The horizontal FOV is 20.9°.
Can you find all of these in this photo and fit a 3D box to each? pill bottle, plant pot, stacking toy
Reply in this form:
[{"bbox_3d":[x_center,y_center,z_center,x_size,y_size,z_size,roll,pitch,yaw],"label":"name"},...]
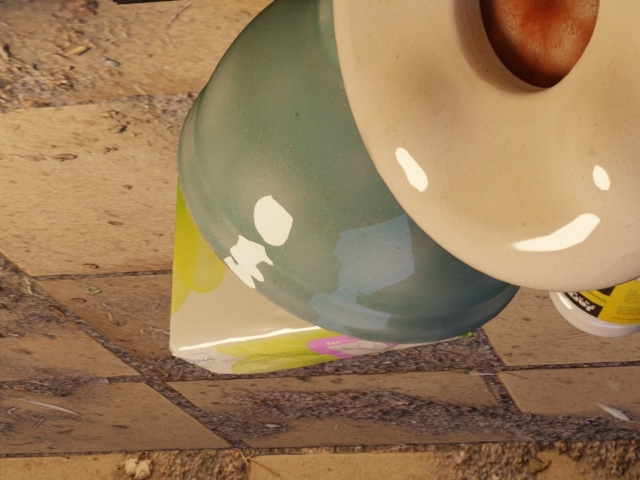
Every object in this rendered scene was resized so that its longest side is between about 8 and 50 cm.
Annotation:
[{"bbox_3d":[0.232,-0.007,1.288,0.119,0.119,0.208,2,158,-1],"label":"pill bottle"},{"bbox_3d":[0.061,-0.097,1.285,0.293,0.293,0.196,8,139,-18],"label":"plant pot"},{"bbox_3d":[0.279,-0.165,1.121,0.480,0.350,0.351,-8,170,-38],"label":"stacking toy"}]

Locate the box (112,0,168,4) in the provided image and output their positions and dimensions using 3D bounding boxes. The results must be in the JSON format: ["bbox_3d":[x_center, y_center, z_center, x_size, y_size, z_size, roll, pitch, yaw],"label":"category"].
[{"bbox_3d":[-0.095,-0.234,1.155,0.147,0.077,0.180,-2,161,12],"label":"box"}]

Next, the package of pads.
[{"bbox_3d":[0.000,0.000,1.600,0.297,0.229,0.101,-10,158,33],"label":"package of pads"}]
